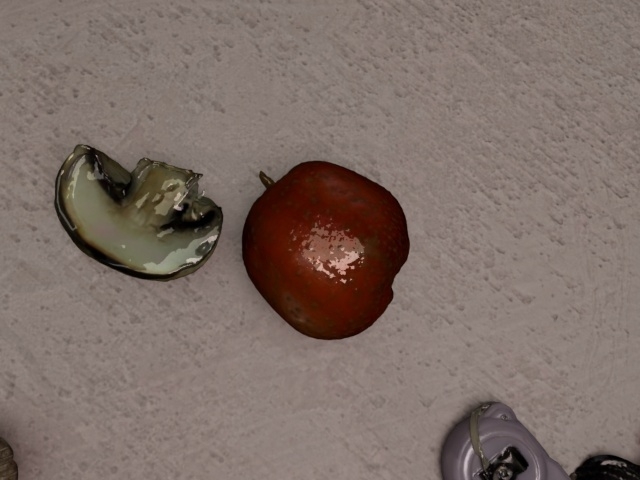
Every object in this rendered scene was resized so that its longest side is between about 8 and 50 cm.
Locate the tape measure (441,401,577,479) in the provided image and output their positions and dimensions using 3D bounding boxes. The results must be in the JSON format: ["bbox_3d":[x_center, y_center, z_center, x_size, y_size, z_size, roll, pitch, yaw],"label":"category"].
[{"bbox_3d":[0.298,0.384,0.916,0.196,0.105,0.178,45,79,3],"label":"tape measure"}]

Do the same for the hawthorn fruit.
[{"bbox_3d":[0.000,0.000,0.886,0.275,0.275,0.300,-43,87,-11],"label":"hawthorn fruit"}]

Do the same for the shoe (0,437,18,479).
[{"bbox_3d":[-0.566,0.415,0.817,0.198,0.171,0.351,21,97,35],"label":"shoe"}]

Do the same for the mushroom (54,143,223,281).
[{"bbox_3d":[-0.295,-0.033,0.919,0.266,0.164,0.190,14,82,-5],"label":"mushroom"}]

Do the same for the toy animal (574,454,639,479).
[{"bbox_3d":[0.561,0.406,0.938,0.272,0.197,0.160,-16,99,35],"label":"toy animal"}]
